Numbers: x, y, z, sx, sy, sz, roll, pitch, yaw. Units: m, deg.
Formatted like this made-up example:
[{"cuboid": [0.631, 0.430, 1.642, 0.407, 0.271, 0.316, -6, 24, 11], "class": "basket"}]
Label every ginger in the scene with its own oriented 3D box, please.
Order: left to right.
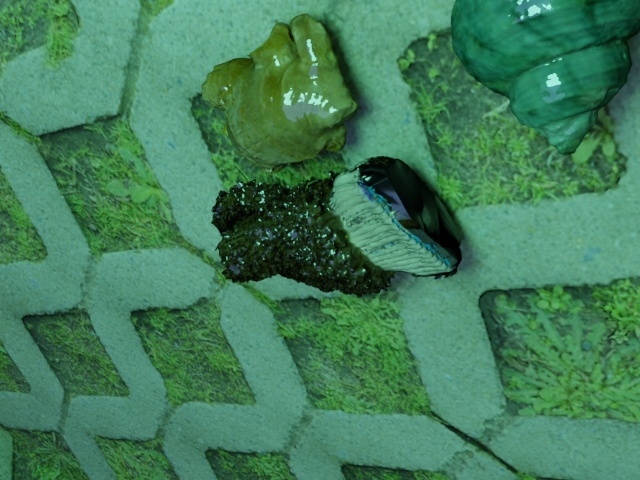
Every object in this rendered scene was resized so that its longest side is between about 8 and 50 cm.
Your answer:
[{"cuboid": [-0.050, -0.152, 0.987, 0.216, 0.102, 0.157, -20, 108, 45], "class": "ginger"}]

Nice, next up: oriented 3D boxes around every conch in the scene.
[{"cuboid": [0.207, -0.182, 0.753, 0.196, 0.134, 0.202, 4, 126, 35], "class": "conch"}]

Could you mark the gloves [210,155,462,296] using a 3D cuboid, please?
[{"cuboid": [-0.002, -0.007, 1.034, 0.210, 0.135, 0.312, 17, 161, -40], "class": "gloves"}]
